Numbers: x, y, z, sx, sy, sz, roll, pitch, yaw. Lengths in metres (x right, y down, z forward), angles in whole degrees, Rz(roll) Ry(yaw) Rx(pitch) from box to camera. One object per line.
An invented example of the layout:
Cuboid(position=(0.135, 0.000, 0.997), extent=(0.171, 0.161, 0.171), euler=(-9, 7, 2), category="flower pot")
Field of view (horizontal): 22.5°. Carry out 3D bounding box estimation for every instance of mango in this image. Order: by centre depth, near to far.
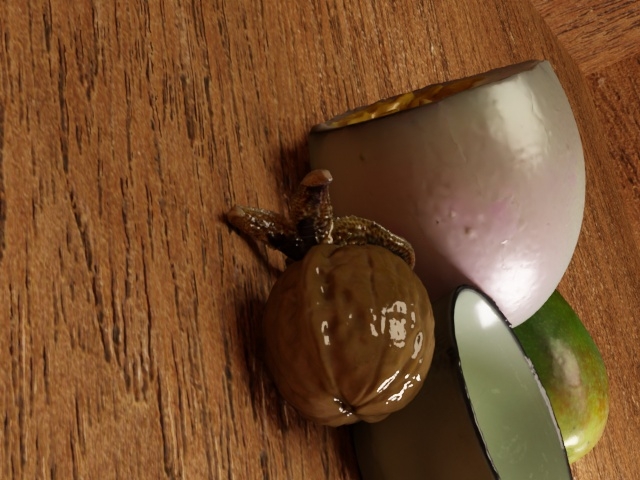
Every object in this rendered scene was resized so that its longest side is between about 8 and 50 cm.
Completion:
Cuboid(position=(0.293, 0.157, 2.388), extent=(0.225, 0.201, 0.382), euler=(-4, 59, -46), category="mango")

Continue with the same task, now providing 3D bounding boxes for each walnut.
Cuboid(position=(0.030, 0.100, 1.781), extent=(0.213, 0.213, 0.213), euler=(51, 25, -35), category="walnut")

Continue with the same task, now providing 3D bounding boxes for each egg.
Cuboid(position=(0.186, -0.037, 2.122), extent=(0.354, 0.355, 0.339), euler=(-38, 112, -69), category="egg")

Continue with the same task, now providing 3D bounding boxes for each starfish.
Cuboid(position=(-0.001, -0.001, 1.884), extent=(0.238, 0.216, 0.071), euler=(13, 35, -20), category="starfish")

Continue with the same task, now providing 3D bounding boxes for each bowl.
Cuboid(position=(0.159, 0.247, 1.953), extent=(0.354, 0.185, 0.353), euler=(52, 24, -36), category="bowl")
